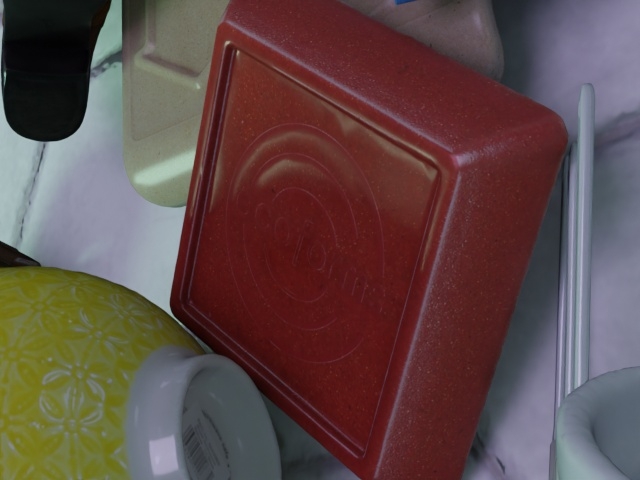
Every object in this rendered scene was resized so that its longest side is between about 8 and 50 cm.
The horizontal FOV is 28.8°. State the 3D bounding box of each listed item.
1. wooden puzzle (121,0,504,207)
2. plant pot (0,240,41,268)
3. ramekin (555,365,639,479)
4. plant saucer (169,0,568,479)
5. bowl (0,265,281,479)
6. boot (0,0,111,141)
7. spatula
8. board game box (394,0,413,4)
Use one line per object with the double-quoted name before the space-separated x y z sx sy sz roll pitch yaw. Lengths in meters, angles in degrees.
"wooden puzzle" -0.016 -0.222 0.845 0.322 0.080 0.348 -17 74 41
"plant pot" -0.298 0.080 0.999 0.167 0.167 0.165 29 93 44
"ramekin" 0.205 0.143 0.408 0.277 0.277 0.135 19 105 45
"plant saucer" 0.000 0.000 0.729 0.258 0.047 0.259 35 123 38
"bowl" -0.117 0.138 0.736 0.156 0.289 0.290 -17 68 23
"boot" -0.191 -0.258 0.946 0.264 0.096 0.280 104 162 -45
"spatula" 0.125 0.056 0.603 0.019 0.168 0.242 3 77 9
"board game box" 0.097 -0.247 0.686 0.160 0.047 0.210 -11 74 3
